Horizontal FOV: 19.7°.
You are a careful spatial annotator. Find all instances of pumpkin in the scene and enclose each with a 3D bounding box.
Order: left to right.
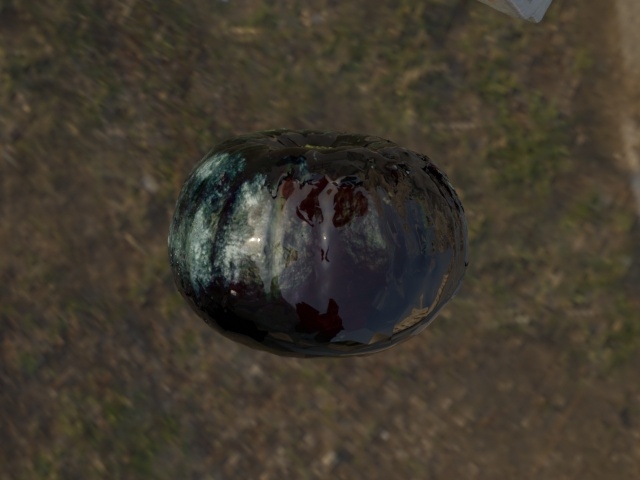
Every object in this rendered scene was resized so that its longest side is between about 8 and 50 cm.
[{"bbox_3d":[0.000,0.000,1.406,0.233,0.233,0.163,-2,103,-28],"label":"pumpkin"}]

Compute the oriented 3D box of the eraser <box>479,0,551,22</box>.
[{"bbox_3d":[0.079,-0.195,1.069,0.124,0.279,0.081,28,96,11],"label":"eraser"}]
